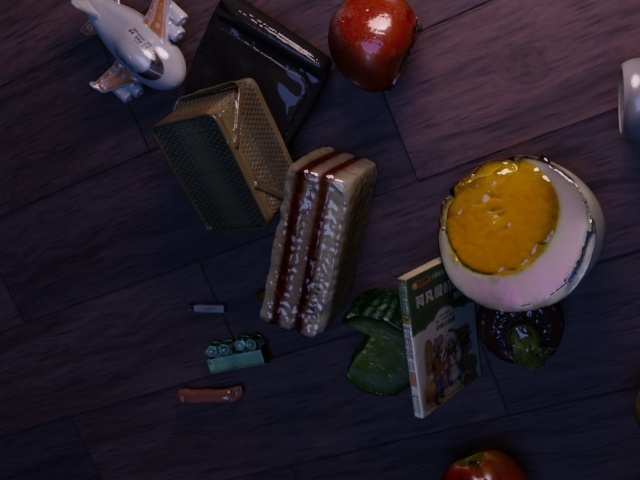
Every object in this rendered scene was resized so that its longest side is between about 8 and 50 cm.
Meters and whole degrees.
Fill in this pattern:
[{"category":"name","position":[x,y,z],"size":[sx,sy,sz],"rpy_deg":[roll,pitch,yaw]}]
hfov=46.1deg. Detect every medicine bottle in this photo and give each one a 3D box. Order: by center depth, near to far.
[{"category":"medicine bottle","position":[0.584,-0.224,1.177],"size":[0.215,0.135,0.135],"rpy_deg":[0,106,17]}]

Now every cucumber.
[{"category":"cucumber","position":[0.134,0.200,1.456],"size":[0.191,0.130,0.191],"rpy_deg":[9,113,21]}]

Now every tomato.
[{"category":"tomato","position":[0.087,-0.345,1.286],"size":[0.167,0.167,0.167],"rpy_deg":[5,107,16]}]

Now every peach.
[{"category":"peach","position":[0.319,0.514,1.450],"size":[0.197,0.197,0.197],"rpy_deg":[5,107,16]}]

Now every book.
[{"category":"book","position":[0.222,0.164,1.376],"size":[0.027,0.202,0.264],"rpy_deg":[5,109,44]}]

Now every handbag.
[{"category":"handbag","position":[-0.118,-0.304,1.408],"size":[0.247,0.080,0.223],"rpy_deg":[34,122,4]}]

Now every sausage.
[{"category":"sausage","position":[-0.240,0.342,1.655],"size":[0.158,0.036,0.042],"rpy_deg":[-8,138,20]}]

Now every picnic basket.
[{"category":"picnic basket","position":[-0.166,-0.149,1.382],"size":[0.165,0.139,0.266],"rpy_deg":[-4,124,35]}]

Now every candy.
[{"category":"candy","position":[0.000,0.000,1.403],"size":[0.135,0.179,0.320],"rpy_deg":[18,110,13]}]

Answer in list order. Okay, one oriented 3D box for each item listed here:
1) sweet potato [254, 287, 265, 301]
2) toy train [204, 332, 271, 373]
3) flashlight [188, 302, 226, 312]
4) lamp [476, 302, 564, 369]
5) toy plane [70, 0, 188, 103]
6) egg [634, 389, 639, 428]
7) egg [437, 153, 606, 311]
[{"category":"sweet potato","position":[-0.094,0.109,1.543],"size":[0.095,0.034,0.034],"rpy_deg":[-9,103,18]},{"category":"toy train","position":[-0.177,0.241,1.606],"size":[0.148,0.038,0.071],"rpy_deg":[-14,104,20]},{"category":"flashlight","position":[-0.242,0.144,1.606],"size":[0.083,0.018,0.018],"rpy_deg":[0,105,17]},{"category":"lamp","position":[0.360,0.153,1.358],"size":[0.157,0.135,0.156],"rpy_deg":[23,111,12]},{"category":"toy plane","position":[-0.360,-0.380,1.436],"size":[0.245,0.117,0.244],"rpy_deg":[4,106,16]},{"category":"egg","position":[0.676,0.295,1.248],"size":[0.289,0.238,0.238],"rpy_deg":[-5,105,28]},{"category":"egg","position":[0.353,-0.005,1.299],"size":[0.286,0.174,0.264],"rpy_deg":[-6,79,37]}]
